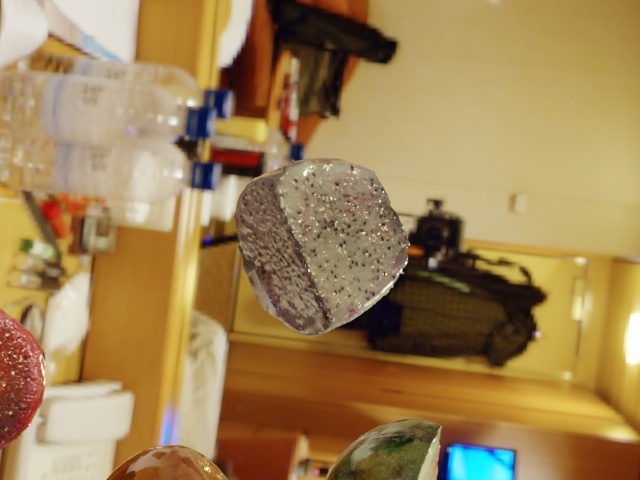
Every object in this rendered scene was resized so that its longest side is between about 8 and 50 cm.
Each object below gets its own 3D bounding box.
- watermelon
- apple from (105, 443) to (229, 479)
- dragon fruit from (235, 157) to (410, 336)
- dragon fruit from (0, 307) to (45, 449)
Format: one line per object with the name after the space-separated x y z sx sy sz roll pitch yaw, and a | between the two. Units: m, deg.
0.092 0.396 1.800 0.256 0.260 0.176 -52 135 -22 | watermelon
-0.225 0.424 1.638 0.253 0.253 0.254 7 90 -84 | apple
0.000 0.000 1.928 0.204 0.221 0.283 -18 -84 63 | dragon fruit
-0.509 0.216 1.738 0.163 0.189 0.262 36 61 -87 | dragon fruit
